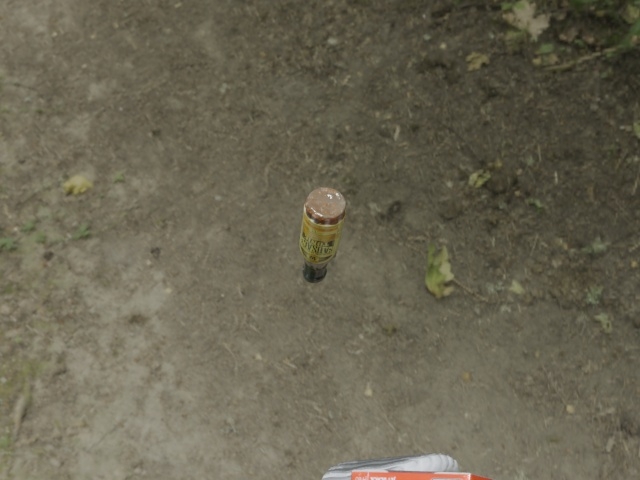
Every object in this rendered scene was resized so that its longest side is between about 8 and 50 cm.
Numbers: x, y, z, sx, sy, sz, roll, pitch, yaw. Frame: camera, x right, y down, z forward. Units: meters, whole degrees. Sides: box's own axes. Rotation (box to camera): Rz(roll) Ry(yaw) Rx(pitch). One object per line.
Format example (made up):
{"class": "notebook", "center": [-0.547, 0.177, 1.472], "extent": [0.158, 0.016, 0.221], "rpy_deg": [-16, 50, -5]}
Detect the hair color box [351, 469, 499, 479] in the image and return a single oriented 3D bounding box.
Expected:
{"class": "hair color box", "center": [0.079, 0.166, 0.446], "extent": [0.071, 0.141, 0.043], "rpy_deg": [-7, 68, 26]}

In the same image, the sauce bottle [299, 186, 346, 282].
{"class": "sauce bottle", "center": [0.000, 0.000, 0.737], "extent": [0.042, 0.128, 0.042], "rpy_deg": [2, 54, -3]}

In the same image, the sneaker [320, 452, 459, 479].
{"class": "sneaker", "center": [0.045, 0.258, 0.644], "extent": [0.105, 0.281, 0.115], "rpy_deg": [-16, 80, 32]}
